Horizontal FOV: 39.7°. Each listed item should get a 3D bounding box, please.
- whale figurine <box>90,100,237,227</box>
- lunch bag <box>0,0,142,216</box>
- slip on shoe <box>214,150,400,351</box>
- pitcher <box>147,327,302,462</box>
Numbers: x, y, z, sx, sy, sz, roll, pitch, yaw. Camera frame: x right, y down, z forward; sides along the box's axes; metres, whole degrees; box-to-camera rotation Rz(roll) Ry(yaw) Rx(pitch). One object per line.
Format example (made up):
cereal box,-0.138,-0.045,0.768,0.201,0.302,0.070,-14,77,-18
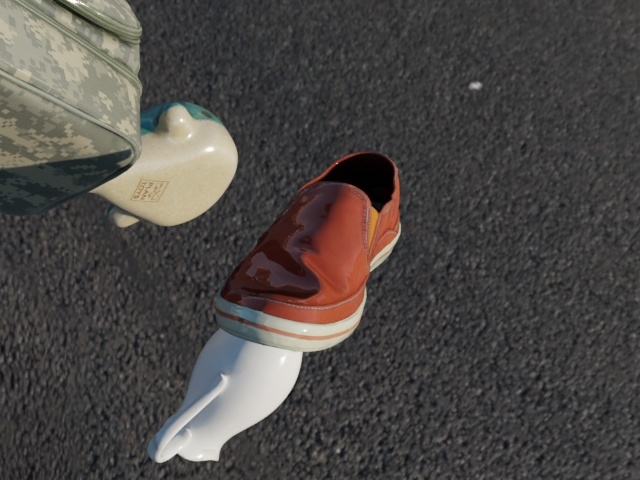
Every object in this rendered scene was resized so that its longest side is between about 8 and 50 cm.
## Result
whale figurine,-0.246,-0.114,1.194,0.272,0.216,0.141,-3,50,-43
lunch bag,-0.327,-0.204,0.847,0.305,0.212,0.256,29,46,-47
slip on shoe,0.000,0.000,0.784,0.123,0.101,0.331,13,25,16
pitcher,-0.126,0.196,1.139,0.125,0.207,0.178,41,12,13
